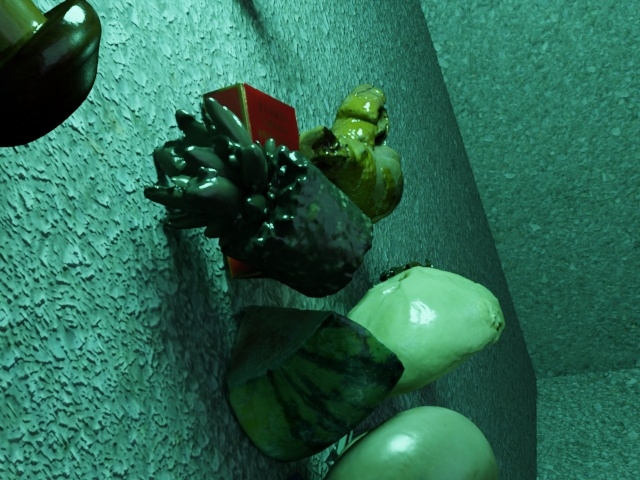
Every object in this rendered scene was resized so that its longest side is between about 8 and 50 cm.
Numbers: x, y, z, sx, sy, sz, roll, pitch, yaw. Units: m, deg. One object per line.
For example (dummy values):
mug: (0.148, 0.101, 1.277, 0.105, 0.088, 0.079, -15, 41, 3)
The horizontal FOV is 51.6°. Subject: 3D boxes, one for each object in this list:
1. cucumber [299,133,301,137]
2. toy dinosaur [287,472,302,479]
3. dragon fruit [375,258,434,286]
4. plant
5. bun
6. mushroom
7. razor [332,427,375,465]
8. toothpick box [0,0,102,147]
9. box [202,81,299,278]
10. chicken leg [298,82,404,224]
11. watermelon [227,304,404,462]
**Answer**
cucumber: (-0.019, -0.197, 1.418, 0.250, 0.056, 0.056, -8, 86, -67)
toy dinosaur: (-0.076, 0.451, 0.993, 0.247, 0.075, 0.188, 23, 48, -55)
dragon fruit: (0.233, 0.132, 1.665, 0.188, 0.182, 0.182, 36, 30, 2)
plant: (-0.083, -0.061, 0.944, 0.320, 0.181, 0.194, 34, 72, -23)
bun: (0.182, 0.170, 1.361, 0.202, 0.364, 0.364, 63, 25, 0)
mushroom: (0.128, 0.434, 1.146, 0.294, 0.362, 0.362, 44, -7, 47)
razor: (0.073, 0.405, 1.359, 0.211, 0.035, 0.084, 21, 84, -69)
toothpick box: (-0.334, -0.220, 0.583, 0.294, 0.192, 0.192, 53, 33, -34)
box: (-0.098, -0.093, 1.149, 0.197, 0.089, 0.314, 6, 72, -67)
chicken leg: (0.058, -0.189, 1.328, 0.409, 0.181, 0.295, 17, 83, -66)
watermelon: (-0.019, 0.204, 1.077, 0.213, 0.261, 0.201, 52, 7, -38)
